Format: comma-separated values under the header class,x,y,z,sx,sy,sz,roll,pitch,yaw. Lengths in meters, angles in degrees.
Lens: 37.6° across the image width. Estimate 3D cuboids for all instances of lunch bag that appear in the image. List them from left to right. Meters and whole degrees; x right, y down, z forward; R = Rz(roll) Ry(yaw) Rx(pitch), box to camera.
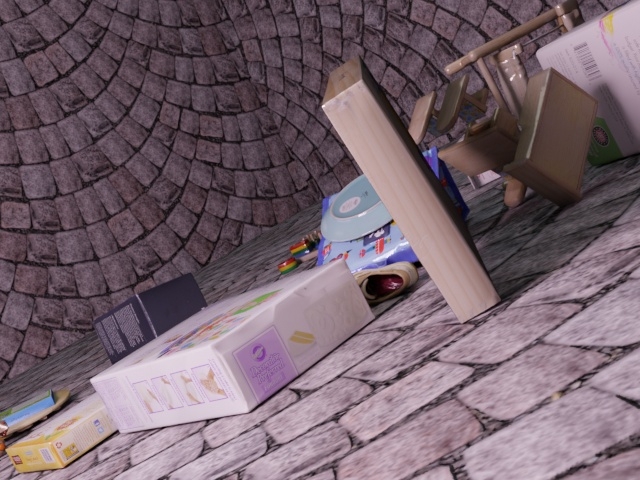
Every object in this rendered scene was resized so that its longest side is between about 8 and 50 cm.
class,x,y,z,sx,sy,sz,roll,pitch,yaw
lunch bag,0.111,-0.004,1.492,0.221,0.138,0.293,-24,19,18

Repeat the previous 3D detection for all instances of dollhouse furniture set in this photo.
class,x,y,z,sx,sy,sz,roll,pitch,yaw
dollhouse furniture set,0.269,-0.124,1.374,0.242,0.212,0.161,-21,46,57

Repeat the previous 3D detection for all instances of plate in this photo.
class,x,y,z,sx,sy,sz,roll,pitch,yaw
plate,0.075,-0.069,1.495,0.188,0.024,0.188,-28,28,16

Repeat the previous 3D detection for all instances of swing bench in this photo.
class,x,y,z,sx,sy,sz,roll,pitch,yaw
swing bench,0.393,-0.253,1.610,0.254,0.253,0.165,-29,6,-7

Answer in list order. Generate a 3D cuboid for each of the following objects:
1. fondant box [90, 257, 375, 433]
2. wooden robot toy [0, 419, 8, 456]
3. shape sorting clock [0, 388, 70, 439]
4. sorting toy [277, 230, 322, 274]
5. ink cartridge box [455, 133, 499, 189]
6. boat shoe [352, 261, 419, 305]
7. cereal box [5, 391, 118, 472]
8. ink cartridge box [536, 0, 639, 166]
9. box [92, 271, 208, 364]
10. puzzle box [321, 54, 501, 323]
class,x,y,z,sx,sy,sz,roll,pitch,yaw
fondant box,-0.123,0.145,1.243,0.238,0.096,0.330,-32,6,-40
wooden robot toy,-0.604,0.369,1.683,0.079,0.076,0.173,-11,13,32
shape sorting clock,-0.605,0.358,1.912,0.206,0.040,0.206,-24,4,2
sorting toy,0.000,0.000,2.290,0.132,0.046,0.274,-24,6,30
ink cartridge box,0.337,-0.176,1.963,0.061,0.104,0.181,-26,6,20
boat shoe,0.068,0.064,1.295,0.135,0.050,0.045,-25,1,29
cereal box,-0.334,0.264,1.418,0.240,0.047,0.173,-31,7,-39
ink cartridge box,0.499,-0.254,1.325,0.119,0.207,0.353,-32,8,-29
box,-0.357,0.166,1.987,0.153,0.108,0.207,-23,-5,-46
puzzle box,0.099,-0.085,1.128,0.052,0.272,0.409,-32,11,10
